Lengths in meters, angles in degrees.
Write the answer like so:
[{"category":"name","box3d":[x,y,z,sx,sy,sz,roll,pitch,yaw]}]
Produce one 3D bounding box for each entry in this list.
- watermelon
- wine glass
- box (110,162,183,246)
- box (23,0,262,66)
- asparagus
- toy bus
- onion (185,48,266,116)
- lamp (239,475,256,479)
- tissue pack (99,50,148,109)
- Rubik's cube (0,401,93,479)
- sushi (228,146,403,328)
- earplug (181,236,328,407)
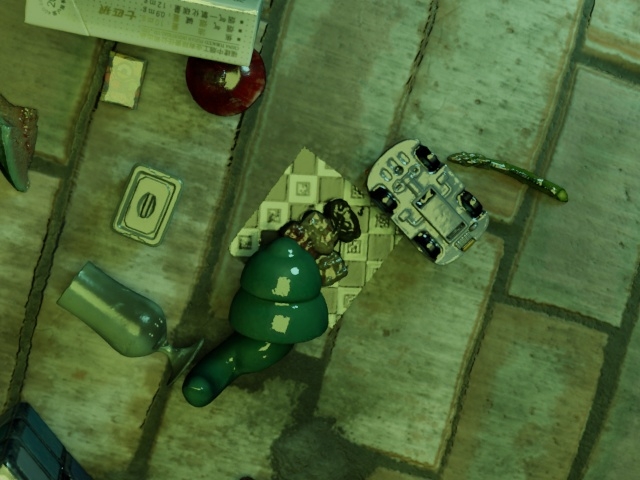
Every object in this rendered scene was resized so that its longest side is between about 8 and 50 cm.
[{"category":"watermelon","box3d":[-0.488,-0.150,1.738,0.080,0.101,0.155,4,106,-20]},{"category":"wine glass","box3d":[-0.310,0.132,1.783,0.231,0.103,0.103,37,90,-7]},{"category":"box","box3d":[-0.281,-0.059,1.783,0.089,0.062,0.122,22,94,-11]},{"category":"box","box3d":[-0.254,-0.362,1.654,0.330,0.210,0.095,12,115,-5]},{"category":"asparagus","box3d":[0.327,-0.114,1.885,0.236,0.027,0.034,19,83,-11]},{"category":"toy bus","box3d":[0.164,-0.068,1.810,0.126,0.136,0.209,-44,100,-1]},{"category":"onion","box3d":[-0.150,-0.260,1.747,0.131,0.131,0.131,-1,97,-8]},{"category":"lamp","box3d":[-0.169,0.523,1.840,0.223,0.151,0.215,-23,111,-49]},{"category":"tissue pack","box3d":[-0.317,-0.257,1.767,0.063,0.035,0.083,14,96,-10]},{"category":"Rubik's cube","box3d":[-0.493,0.505,1.672,0.359,0.363,0.362,-36,97,-7]},{"category":"sushi","box3d":[0.000,0.000,1.839,0.231,0.047,0.219,37,90,-11]},{"category":"earplug","box3d":[-0.108,0.126,1.762,0.257,0.164,0.280,2,109,-31]}]
